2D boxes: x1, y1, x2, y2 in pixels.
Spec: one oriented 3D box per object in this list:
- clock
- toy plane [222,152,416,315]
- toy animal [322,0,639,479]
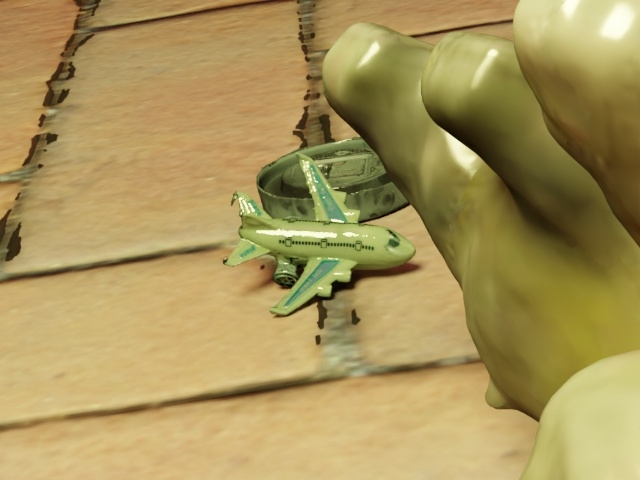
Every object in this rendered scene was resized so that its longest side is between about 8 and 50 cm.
[{"bbox_3d":[0.010,-0.029,0.874,0.085,0.017,0.085,-9,21,3],"label":"clock"},{"bbox_3d":[0.000,0.001,0.773,0.083,0.033,0.080,9,58,0],"label":"toy plane"},{"bbox_3d":[0.082,0.043,0.475,0.308,0.188,0.266,20,3,34],"label":"toy animal"}]
